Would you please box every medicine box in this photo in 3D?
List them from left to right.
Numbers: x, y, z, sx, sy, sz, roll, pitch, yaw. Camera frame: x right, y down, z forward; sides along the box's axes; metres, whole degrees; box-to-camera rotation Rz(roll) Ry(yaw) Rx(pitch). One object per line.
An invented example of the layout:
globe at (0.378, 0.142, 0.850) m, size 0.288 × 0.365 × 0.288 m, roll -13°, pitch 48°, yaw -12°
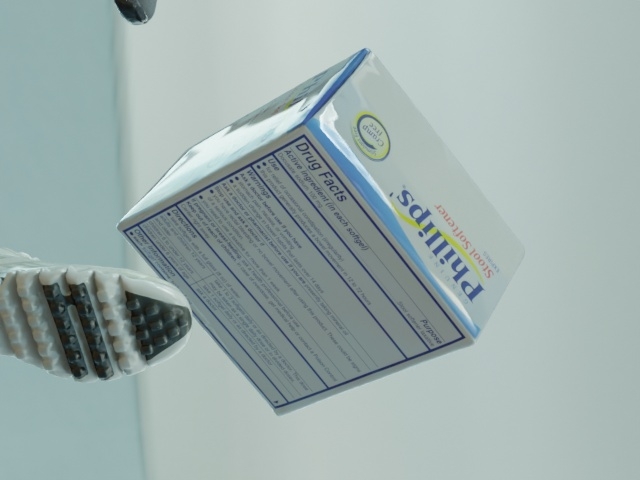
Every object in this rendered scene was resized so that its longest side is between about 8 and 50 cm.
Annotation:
medicine box at (0.000, 0.000, 1.666) m, size 0.289 × 0.149 × 0.263 m, roll -25°, pitch -70°, yaw 42°

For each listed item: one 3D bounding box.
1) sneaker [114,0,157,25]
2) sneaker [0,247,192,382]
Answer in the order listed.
sneaker at (-0.154, -0.322, 1.664) m, size 0.098 × 0.083 × 0.223 m, roll -3°, pitch -99°, yaw 17°
sneaker at (-0.246, 0.050, 1.442) m, size 0.292 × 0.118 × 0.110 m, roll 0°, pitch -61°, yaw 12°
